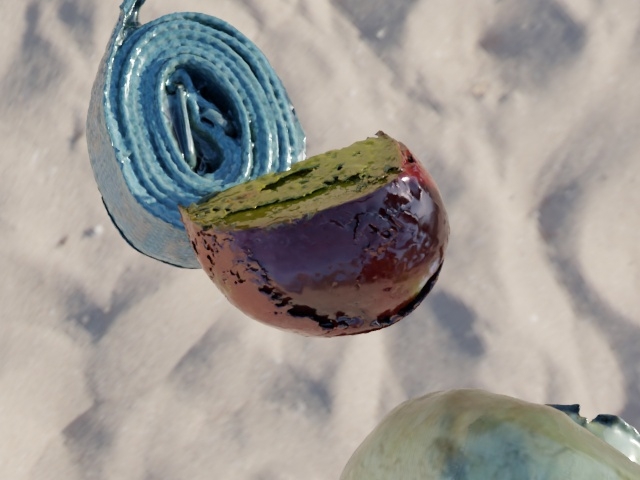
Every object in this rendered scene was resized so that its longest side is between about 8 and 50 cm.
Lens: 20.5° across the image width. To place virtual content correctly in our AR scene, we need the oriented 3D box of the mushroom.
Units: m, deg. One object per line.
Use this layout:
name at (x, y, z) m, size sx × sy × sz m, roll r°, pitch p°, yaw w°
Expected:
mushroom at (0.174, 0.264, 1.496) m, size 0.352 × 0.352 × 0.260 m, roll 33°, pitch 55°, yaw -9°

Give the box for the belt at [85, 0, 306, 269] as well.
belt at (-0.086, -0.066, 1.188) m, size 0.147 × 0.082 × 0.163 m, roll 17°, pitch 67°, yaw -16°

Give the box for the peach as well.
peach at (0.003, 0.002, 1.101) m, size 0.172 × 0.127 × 0.092 m, roll 1°, pitch 30°, yaw -31°
